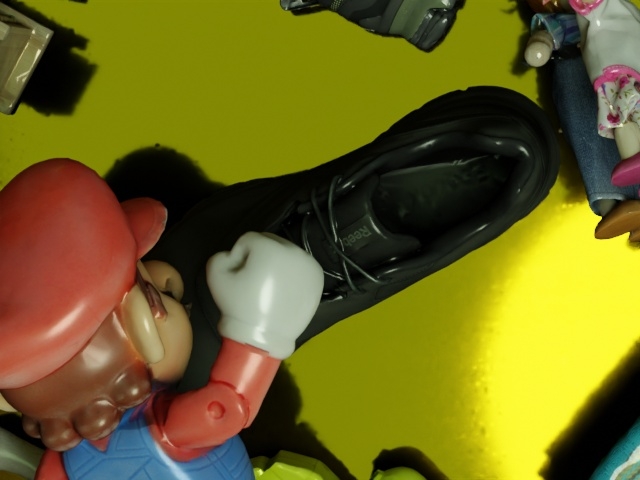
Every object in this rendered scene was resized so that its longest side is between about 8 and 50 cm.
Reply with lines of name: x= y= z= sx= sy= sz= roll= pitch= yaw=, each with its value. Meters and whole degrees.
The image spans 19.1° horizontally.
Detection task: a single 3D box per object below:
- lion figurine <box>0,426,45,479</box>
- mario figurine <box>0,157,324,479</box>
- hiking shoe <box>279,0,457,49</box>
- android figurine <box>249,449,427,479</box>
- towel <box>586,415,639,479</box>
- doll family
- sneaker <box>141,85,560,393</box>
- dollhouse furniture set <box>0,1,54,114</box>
lion figurine: x=-0.275 y=0.215 z=1.107 sx=0.240 sy=0.142 sz=0.392 roll=-2 pitch=80 yaw=12
mario figurine: x=-0.074 y=0.098 z=1.015 sx=0.198 sy=0.170 sz=0.320 roll=-26 pitch=101 yaw=-5
hiking shoe: x=0.045 y=-0.226 z=1.058 sx=0.114 sy=0.086 sz=0.227 roll=13 pitch=96 yaw=0
android figurine: x=-0.010 y=0.238 z=1.113 sx=0.248 sy=0.056 sz=0.273 roll=-44 pitch=92 yaw=6
towel: x=0.335 y=0.104 z=1.038 sx=0.271 sy=0.040 sz=0.370 roll=39 pitch=99 yaw=-18
doll family: x=0.162 y=-0.074 z=1.012 sx=0.118 sy=0.263 sz=0.163 roll=-25 pitch=65 yaw=29
sneaker: x=0.000 y=0.000 z=1.057 sx=0.286 sy=0.130 sz=0.109 roll=-32 pitch=93 yaw=7
dollhouse furniture set: x=-0.198 y=-0.160 z=1.033 sx=0.101 sy=0.182 sz=0.161 roll=29 pitch=96 yaw=2
